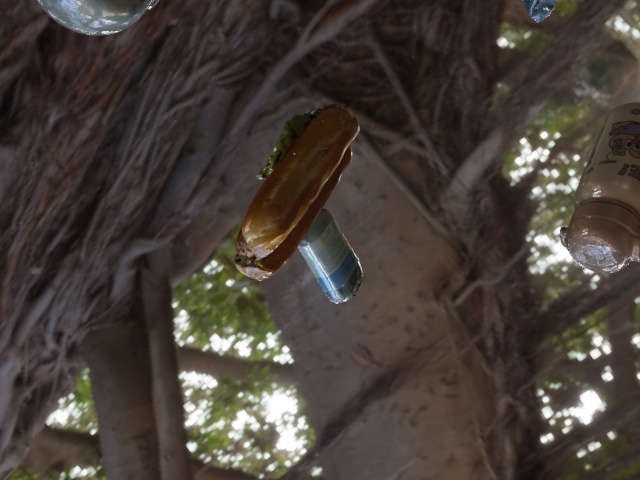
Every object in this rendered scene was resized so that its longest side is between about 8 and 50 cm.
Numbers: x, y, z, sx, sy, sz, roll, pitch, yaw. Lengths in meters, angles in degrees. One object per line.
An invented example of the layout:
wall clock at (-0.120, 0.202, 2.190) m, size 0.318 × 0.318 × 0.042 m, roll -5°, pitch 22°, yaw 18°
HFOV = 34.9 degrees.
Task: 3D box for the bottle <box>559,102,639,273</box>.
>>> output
bottle at (0.356, -0.055, 1.184) m, size 0.209 × 0.110 × 0.097 m, roll -61°, pitch -31°, yaw -29°

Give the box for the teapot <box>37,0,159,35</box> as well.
teapot at (-0.304, -0.367, 1.332) m, size 0.294 × 0.129 × 0.193 m, roll 20°, pitch -99°, yaw -52°

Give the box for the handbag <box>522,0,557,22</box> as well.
handbag at (0.187, -0.295, 0.862) m, size 0.057 × 0.144 × 0.221 m, roll 26°, pitch -147°, yaw -24°

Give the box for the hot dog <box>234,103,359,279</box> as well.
hot dog at (-0.038, -0.086, 1.498) m, size 0.100 × 0.135 × 0.337 m, roll 23°, pitch -129°, yaw 10°

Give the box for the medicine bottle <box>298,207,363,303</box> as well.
medicine bottle at (0.000, 0.000, 1.636) m, size 0.208 × 0.053 × 0.090 m, roll 60°, pitch -140°, yaw -25°
